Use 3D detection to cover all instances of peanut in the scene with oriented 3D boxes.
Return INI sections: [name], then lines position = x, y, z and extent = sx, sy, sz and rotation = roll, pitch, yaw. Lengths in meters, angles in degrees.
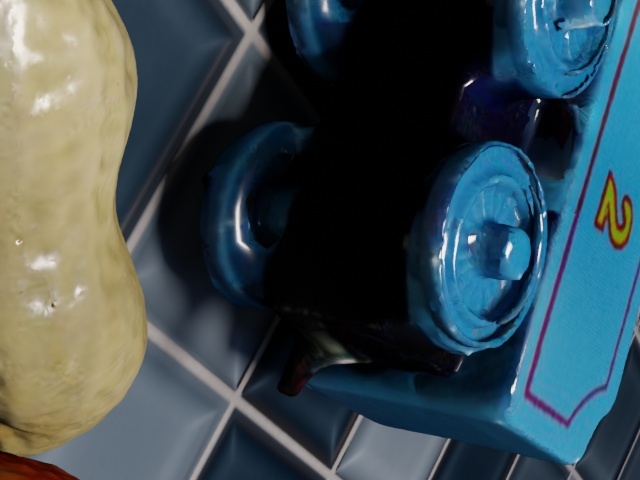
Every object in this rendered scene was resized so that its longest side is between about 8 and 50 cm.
[peanut]
position = -0.129, -0.025, 0.575
extent = 0.125, 0.111, 0.274
rotation = -58, 154, -50

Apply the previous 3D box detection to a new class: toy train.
[toy train]
position = 0.085, -0.034, 0.791
extent = 0.265, 0.188, 0.300
rotation = 35, 68, -50

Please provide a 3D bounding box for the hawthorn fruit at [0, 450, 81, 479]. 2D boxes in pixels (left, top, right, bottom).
[hawthorn fruit]
position = -0.128, 0.221, 0.505
extent = 0.284, 0.284, 0.284
rotation = -35, 134, -45
